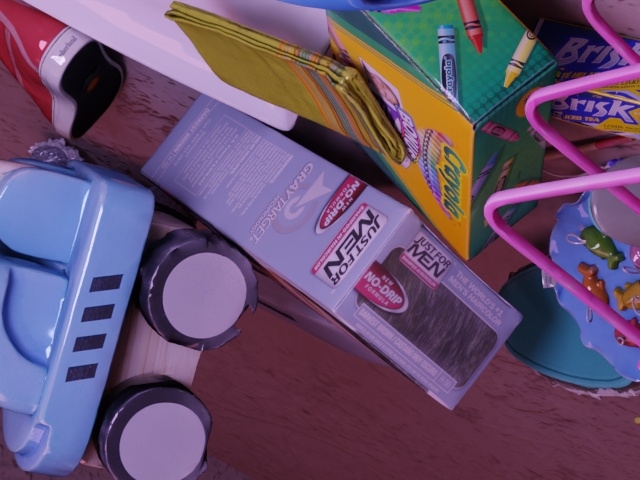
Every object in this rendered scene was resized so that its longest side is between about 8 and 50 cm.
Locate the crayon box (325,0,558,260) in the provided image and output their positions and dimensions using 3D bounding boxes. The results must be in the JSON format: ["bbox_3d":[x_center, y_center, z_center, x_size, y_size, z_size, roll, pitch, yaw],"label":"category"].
[{"bbox_3d":[0.090,-0.109,1.231,0.165,0.081,0.278,48,170,18],"label":"crayon box"}]

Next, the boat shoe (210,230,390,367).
[{"bbox_3d":[0.001,0.051,1.844,0.306,0.105,0.113,23,166,27],"label":"boat shoe"}]

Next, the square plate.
[{"bbox_3d":[-0.145,-0.237,1.345,0.347,0.049,0.344,26,161,-3],"label":"square plate"}]

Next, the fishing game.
[{"bbox_3d":[0.253,0.041,1.375,0.189,0.041,0.264,-9,104,59],"label":"fishing game"}]

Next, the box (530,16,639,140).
[{"bbox_3d":[0.231,-0.112,1.190,0.169,0.054,0.059,16,158,24],"label":"box"}]

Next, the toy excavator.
[{"bbox_3d":[-0.292,-0.011,1.464,0.445,0.433,0.222,13,-174,-24],"label":"toy excavator"}]

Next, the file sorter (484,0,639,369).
[{"bbox_3d":[0.245,-0.092,0.865,0.182,0.291,0.202,37,158,-23],"label":"file sorter"}]

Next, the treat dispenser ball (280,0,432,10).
[{"bbox_3d":[0.016,-0.250,0.736,0.288,0.288,0.288,23,161,8],"label":"treat dispenser ball"}]

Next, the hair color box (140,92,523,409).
[{"bbox_3d":[0.000,0.000,1.521,0.185,0.113,0.374,41,175,-38],"label":"hair color box"}]

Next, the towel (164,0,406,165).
[{"bbox_3d":[-0.031,-0.127,1.286,0.237,0.021,0.102,28,160,45],"label":"towel"}]

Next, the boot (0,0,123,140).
[{"bbox_3d":[-0.295,-0.197,1.618,0.176,0.088,0.244,36,168,8],"label":"boot"}]

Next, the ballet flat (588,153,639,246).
[{"bbox_3d":[0.294,-0.035,1.194,0.213,0.072,0.068,-2,173,-34],"label":"ballet flat"}]

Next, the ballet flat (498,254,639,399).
[{"bbox_3d":[0.330,0.072,1.456,0.147,0.147,0.409,35,160,-25],"label":"ballet flat"}]

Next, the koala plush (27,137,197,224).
[{"bbox_3d":[-0.274,-0.015,1.918,0.221,0.196,0.203,27,150,-4],"label":"koala plush"}]
